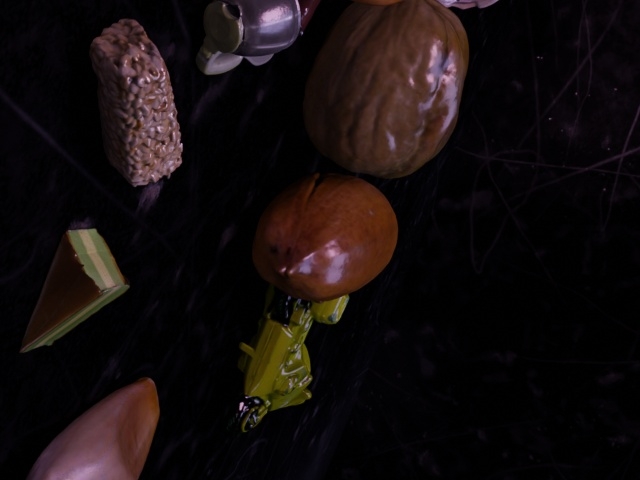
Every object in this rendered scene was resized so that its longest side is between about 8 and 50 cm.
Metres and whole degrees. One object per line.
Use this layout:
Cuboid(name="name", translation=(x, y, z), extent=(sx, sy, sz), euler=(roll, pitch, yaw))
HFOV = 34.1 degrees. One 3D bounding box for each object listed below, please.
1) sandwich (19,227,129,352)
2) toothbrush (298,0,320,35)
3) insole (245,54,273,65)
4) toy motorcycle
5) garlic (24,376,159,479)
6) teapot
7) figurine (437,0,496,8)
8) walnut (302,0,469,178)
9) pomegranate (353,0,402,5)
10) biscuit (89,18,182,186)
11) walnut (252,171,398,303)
Cuboid(name="sandwich", translation=(-0.268, 0.051, 1.073), extent=(0.116, 0.074, 0.074), euler=(-35, 174, 13))
Cuboid(name="toothbrush", translation=(0.042, -0.426, 1.372), extent=(0.364, 0.041, 0.041), euler=(-62, 167, -13))
Cuboid(name="insole", translation=(-0.079, -0.245, 1.296), extent=(0.053, 0.002, 0.153), euler=(-67, 167, 7))
Cuboid(name="toy motorcycle", translation=(-0.062, 0.188, 1.843), extent=(0.342, 0.142, 0.206), euler=(-68, 168, 18))
Cuboid(name="garlic", translation=(-0.276, 0.274, 1.275), extent=(0.318, 0.112, 0.143), euler=(-62, 170, -68))
Cuboid(name="teapot", translation=(-0.083, -0.226, 1.133), extent=(0.091, 0.092, 0.124), euler=(-30, 140, -40))
Cuboid(name="figurine", translation=(0.180, -0.417, 1.522), extent=(0.162, 0.237, 0.141), euler=(103, 9, -50))
Cuboid(name="walnut", translation=(0.096, -0.229, 1.527), extent=(0.227, 0.283, 0.283), euler=(-5, 124, -39))
Cuboid(name="pomegranate", translation=(0.060, -0.366, 1.184), extent=(0.209, 0.209, 0.209), euler=(-59, 166, -25))
Cuboid(name="biscuit", translation=(-0.173, -0.127, 0.980), extent=(0.070, 0.082, 0.168), euler=(-31, 153, -22))
Cuboid(name="walnut", translation=(0.000, 0.000, 1.627), extent=(0.336, 0.209, 0.209), euler=(-34, 146, -66))
